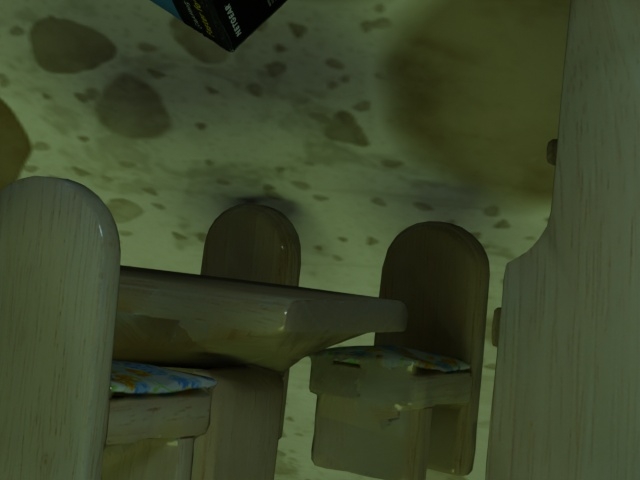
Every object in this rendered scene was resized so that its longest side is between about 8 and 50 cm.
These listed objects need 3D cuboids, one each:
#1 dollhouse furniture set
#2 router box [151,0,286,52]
[{"bbox_3d":[0.000,0.000,0.745,0.394,0.256,0.362,6,180,31],"label":"dollhouse furniture set"},{"bbox_3d":[-0.089,-0.173,0.636,0.133,0.046,0.179,35,162,32],"label":"router box"}]
